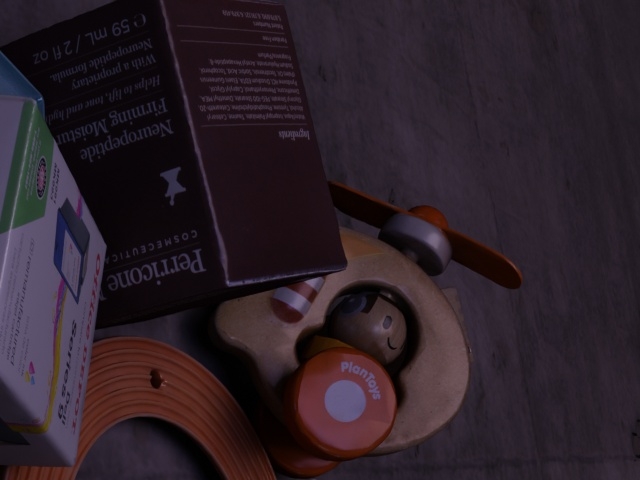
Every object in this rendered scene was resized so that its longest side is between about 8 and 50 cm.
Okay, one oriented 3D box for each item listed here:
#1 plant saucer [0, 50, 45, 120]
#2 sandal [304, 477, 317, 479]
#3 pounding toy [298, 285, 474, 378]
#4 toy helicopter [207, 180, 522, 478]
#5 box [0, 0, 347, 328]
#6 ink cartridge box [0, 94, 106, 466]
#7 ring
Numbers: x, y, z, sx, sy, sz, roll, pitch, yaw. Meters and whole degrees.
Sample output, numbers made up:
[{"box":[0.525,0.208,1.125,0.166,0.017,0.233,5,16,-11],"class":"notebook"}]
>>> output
[{"box":[-0.222,-0.111,0.994,0.192,0.018,0.067,50,27,-53],"class":"plant saucer"},{"box":[0.036,0.314,1.276,0.102,0.076,0.265,-38,118,-70],"class":"sandal"},{"box":[0.068,0.101,1.404,0.130,0.141,0.100,-8,84,-61],"class":"pounding toy"},{"box":[0.000,0.000,1.296,0.235,0.140,0.355,-30,84,-21],"class":"toy helicopter"},{"box":[-0.110,-0.053,1.144,0.167,0.168,0.203,-7,82,-61],"class":"box"},{"box":[-0.193,0.029,0.941,0.212,0.093,0.154,84,11,-67],"class":"ink cartridge box"},{"box":[-0.117,0.232,1.136,0.337,0.032,0.336,33,49,-49],"class":"ring"}]
